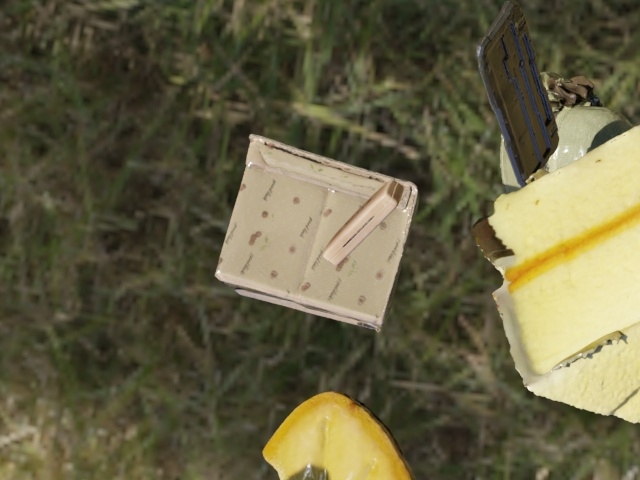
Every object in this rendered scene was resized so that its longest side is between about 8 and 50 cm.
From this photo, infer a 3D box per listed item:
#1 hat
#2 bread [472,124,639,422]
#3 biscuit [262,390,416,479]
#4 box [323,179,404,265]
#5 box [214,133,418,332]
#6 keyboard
[{"bbox_3d":[0.376,-0.116,2.174,0.130,0.257,0.257,0,157,40],"label":"hat"},{"bbox_3d":[0.378,-0.036,1.716,0.242,0.346,0.405,27,107,-24],"label":"bread"},{"bbox_3d":[0.042,0.309,1.754,0.154,0.299,0.045,-31,152,12],"label":"biscuit"},{"bbox_3d":[0.047,-0.021,1.723,0.025,0.048,0.115,39,122,-10],"label":"box"},{"bbox_3d":[0.000,0.000,2.014,0.225,0.191,0.297,16,177,3],"label":"box"},{"bbox_3d":[0.246,-0.177,1.921,0.016,0.106,0.262,19,151,35],"label":"keyboard"}]
